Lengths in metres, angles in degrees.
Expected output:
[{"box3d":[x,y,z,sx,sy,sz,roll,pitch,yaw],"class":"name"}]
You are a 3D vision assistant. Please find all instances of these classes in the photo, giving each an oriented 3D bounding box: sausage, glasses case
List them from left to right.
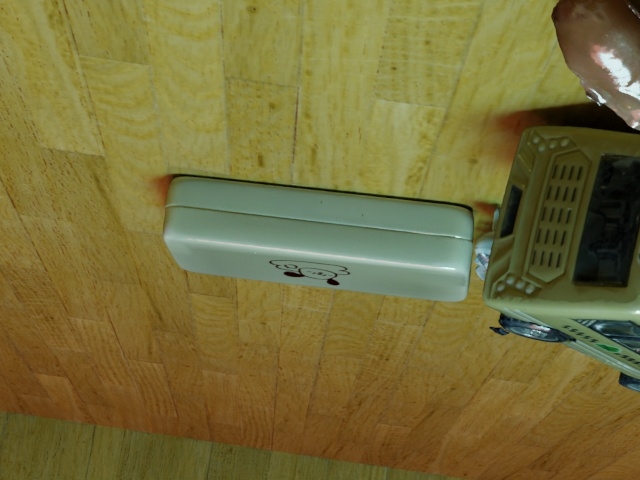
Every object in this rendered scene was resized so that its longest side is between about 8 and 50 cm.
[{"box3d":[0.000,0.000,1.542,0.313,0.070,0.131,7,163,6],"class":"glasses case"},{"box3d":[0.273,-0.098,1.085,0.304,0.078,0.078,23,158,-40],"class":"sausage"}]

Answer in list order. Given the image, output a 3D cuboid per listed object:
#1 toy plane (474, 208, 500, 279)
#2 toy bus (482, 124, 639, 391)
[{"box3d":[0.208,0.015,1.497,0.162,0.065,0.171,-6,160,41],"class":"toy plane"},{"box3d":[0.308,0.037,1.294,0.202,0.177,0.365,5,166,43],"class":"toy bus"}]
